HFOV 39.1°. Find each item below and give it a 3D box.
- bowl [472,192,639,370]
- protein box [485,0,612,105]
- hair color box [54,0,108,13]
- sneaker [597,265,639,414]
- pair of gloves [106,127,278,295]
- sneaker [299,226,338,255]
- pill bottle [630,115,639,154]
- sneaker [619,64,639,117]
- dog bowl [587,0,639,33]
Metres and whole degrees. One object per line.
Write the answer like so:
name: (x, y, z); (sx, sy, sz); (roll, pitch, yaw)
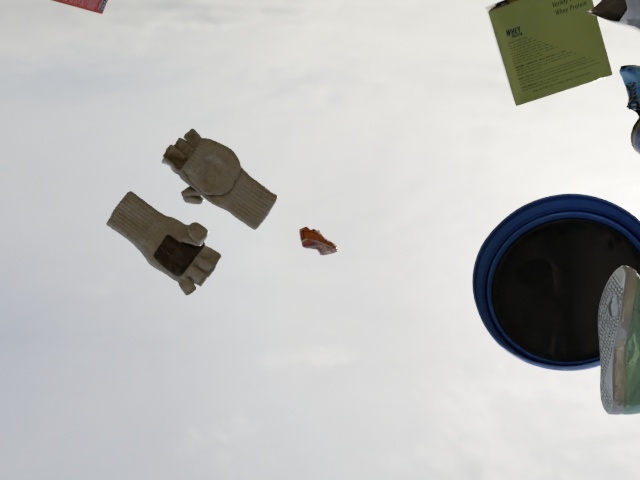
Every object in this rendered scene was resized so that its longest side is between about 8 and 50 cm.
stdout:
bowl: (0.519, 0.091, 1.903); (0.391, 0.077, 0.391); (-9, -117, 19)
protein box: (0.461, -0.409, 1.836); (0.200, 0.201, 0.136); (-17, -164, 13)
hair color box: (-0.518, -0.517, 1.873); (0.072, 0.043, 0.141); (38, -161, 26)
sneaker: (0.561, 0.169, 1.538); (0.151, 0.256, 0.094); (0, -174, -5)
pair of gloves: (-0.216, -0.052, 1.521); (0.240, 0.204, 0.042); (-46, -175, 3)
sneaker: (0.000, 0.000, 2.668); (0.064, 0.175, 0.067); (-22, -117, 24)
pill bottle: (0.779, -0.198, 1.951); (0.123, 0.123, 0.219); (-11, -149, -11)
sneaker: (0.730, -0.333, 2.064); (0.073, 0.162, 0.063); (-49, -156, -19)
dog bowl: (0.503, -0.419, 1.188); (0.102, 0.349, 0.349); (39, -141, 9)
